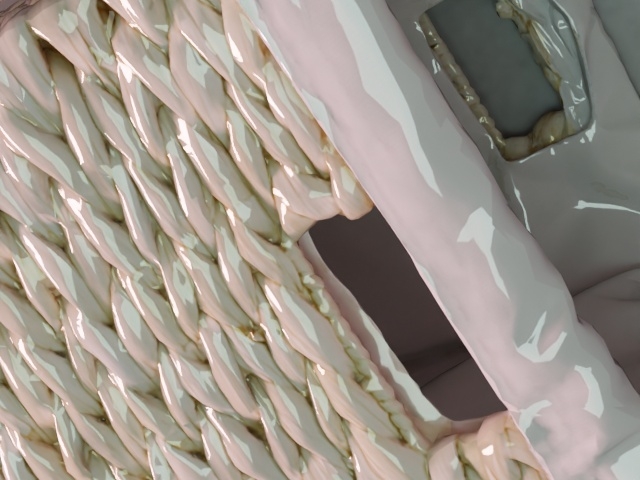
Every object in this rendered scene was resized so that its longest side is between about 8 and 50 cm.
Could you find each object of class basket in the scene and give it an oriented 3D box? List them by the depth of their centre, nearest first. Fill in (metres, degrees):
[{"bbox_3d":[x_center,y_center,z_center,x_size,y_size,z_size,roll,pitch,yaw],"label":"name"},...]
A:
[{"bbox_3d":[0.000,0.000,0.672,0.266,0.331,0.328,-28,106,21],"label":"basket"}]
